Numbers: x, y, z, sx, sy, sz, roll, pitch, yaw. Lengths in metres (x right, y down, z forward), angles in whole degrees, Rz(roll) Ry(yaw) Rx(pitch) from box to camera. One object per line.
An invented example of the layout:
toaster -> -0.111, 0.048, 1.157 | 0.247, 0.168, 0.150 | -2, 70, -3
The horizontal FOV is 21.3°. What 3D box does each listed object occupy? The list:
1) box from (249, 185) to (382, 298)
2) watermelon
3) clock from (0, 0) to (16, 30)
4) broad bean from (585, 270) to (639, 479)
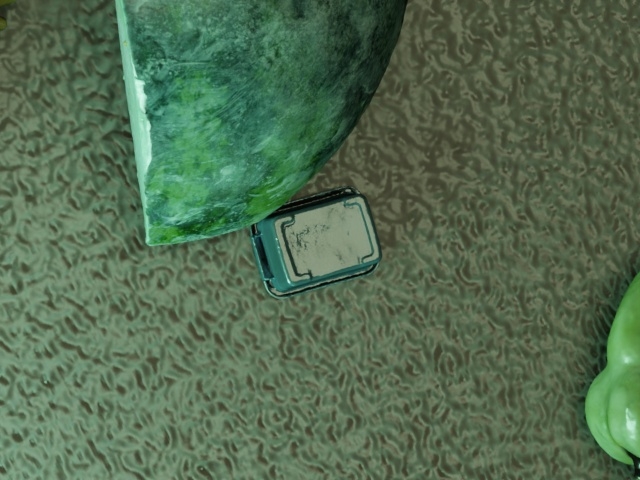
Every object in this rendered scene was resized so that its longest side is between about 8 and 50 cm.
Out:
box -> 0.000, 0.000, 1.335 | 0.099, 0.054, 0.074 | -16, 89, -13
watermelon -> -0.061, -0.178, 1.262 | 0.290, 0.214, 0.319 | -34, 127, -21
clock -> -0.354, -0.095, 1.238 | 0.235, 0.096, 0.308 | 33, 79, -9
broad bean -> 0.309, 0.098, 1.382 | 0.169, 0.100, 0.228 | 24, 80, -18
